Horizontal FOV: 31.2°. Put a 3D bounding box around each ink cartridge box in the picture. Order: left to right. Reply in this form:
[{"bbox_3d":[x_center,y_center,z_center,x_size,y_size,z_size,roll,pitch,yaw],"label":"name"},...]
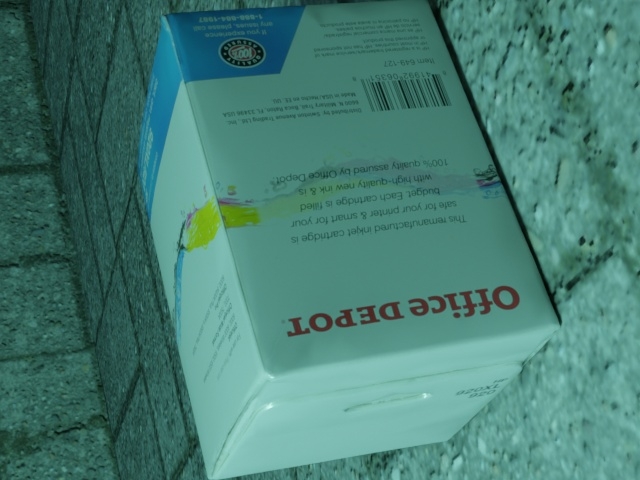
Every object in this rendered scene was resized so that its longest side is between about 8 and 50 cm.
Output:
[{"bbox_3d":[0.000,0.000,0.691,0.168,0.171,0.232,116,142,-56],"label":"ink cartridge box"}]
